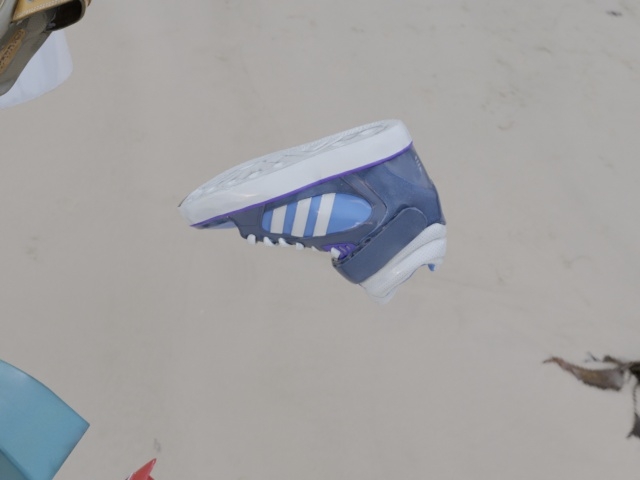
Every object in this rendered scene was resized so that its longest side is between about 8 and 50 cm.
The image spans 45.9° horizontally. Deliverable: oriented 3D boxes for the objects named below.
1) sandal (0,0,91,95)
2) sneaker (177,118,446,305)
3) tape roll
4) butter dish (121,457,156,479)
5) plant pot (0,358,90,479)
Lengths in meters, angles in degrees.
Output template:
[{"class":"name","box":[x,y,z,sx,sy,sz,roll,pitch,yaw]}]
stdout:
[{"class":"sandal","box":[-0.202,-0.176,0.557,0.049,0.180,0.072,36,12,11]},{"class":"sneaker","box":[0.000,0.000,0.974,0.130,0.322,0.236,-72,143,-66]},{"class":"tape roll","box":[-0.556,-0.304,1.232,0.286,0.100,0.286,-4,34,3]},{"class":"butter dish","box":[-0.265,0.418,1.077,0.118,0.160,0.160,39,43,-9]},{"class":"plant pot","box":[-0.599,0.342,1.417,0.234,0.165,0.166,54,35,-21]}]
